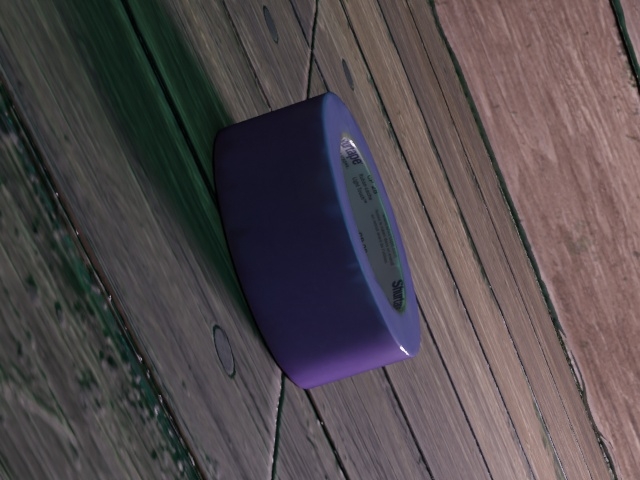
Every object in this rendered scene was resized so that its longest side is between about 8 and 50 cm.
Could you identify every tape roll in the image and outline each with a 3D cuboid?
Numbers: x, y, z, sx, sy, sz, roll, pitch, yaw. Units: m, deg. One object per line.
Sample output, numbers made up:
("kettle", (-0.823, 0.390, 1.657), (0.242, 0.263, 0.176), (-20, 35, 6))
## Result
("tape roll", (0.000, 0.000, 1.251), (0.189, 0.080, 0.189), (-19, 90, -79))
